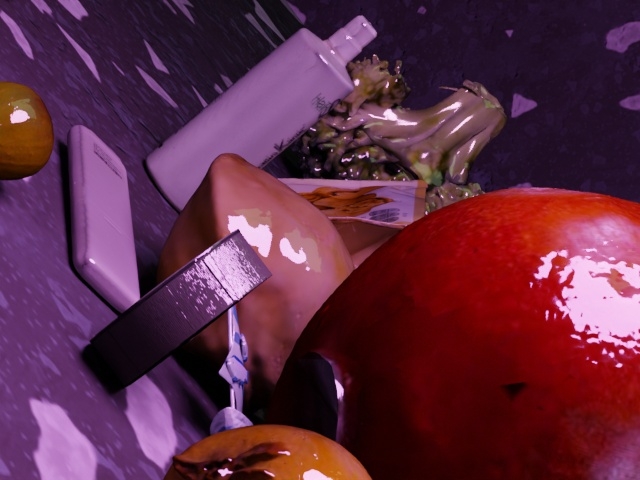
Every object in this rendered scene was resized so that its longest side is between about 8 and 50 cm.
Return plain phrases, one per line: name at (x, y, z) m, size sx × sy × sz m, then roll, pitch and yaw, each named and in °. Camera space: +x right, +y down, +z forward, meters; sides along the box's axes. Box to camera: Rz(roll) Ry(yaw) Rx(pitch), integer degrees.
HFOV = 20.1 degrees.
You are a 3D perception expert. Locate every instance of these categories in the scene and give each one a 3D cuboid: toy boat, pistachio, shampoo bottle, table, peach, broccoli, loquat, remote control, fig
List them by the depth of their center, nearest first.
loquat at (-0.032, 0.179, 1.110) m, size 0.141 × 0.141 × 0.141 m, roll 49°, pitch 9°, yaw -11°
table at (-0.098, 0.048, 1.281) m, size 0.043 × 0.133 × 0.133 m, roll 53°, pitch 9°, yaw 1°
fig at (-0.238, -0.078, 1.317) m, size 0.074 × 0.074 × 0.088 m, roll 53°, pitch 31°, yaw 13°
peach at (0.124, 0.152, 1.335) m, size 0.310 × 0.406 × 0.335 m, roll 16°, pitch 36°, yaw -24°
toy boat at (-0.068, 0.116, 1.361) m, size 0.105 × 0.034 × 0.149 m, roll 84°, pitch -1°, yaw -48°
remote control at (-0.183, -0.020, 1.485) m, size 0.067 × 0.029 × 0.261 m, roll 47°, pitch 12°, yaw -26°
pistachio at (-0.049, 0.029, 1.521) m, size 0.260 × 0.163 × 0.212 m, roll -47°, pitch 131°, yaw -83°
shampoo bottle at (-0.052, -0.131, 1.792) m, size 0.085 × 0.262 × 0.085 m, roll 49°, pitch 9°, yaw -10°
broccoli at (0.136, -0.103, 2.518) m, size 0.293 × 0.281 × 0.348 m, roll 52°, pitch 15°, yaw 16°

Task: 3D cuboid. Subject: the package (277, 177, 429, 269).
package at (0.004, 0.033, 1.896) m, size 0.311 × 0.221 × 0.165 m, roll -70°, pitch 160°, yaw -81°
